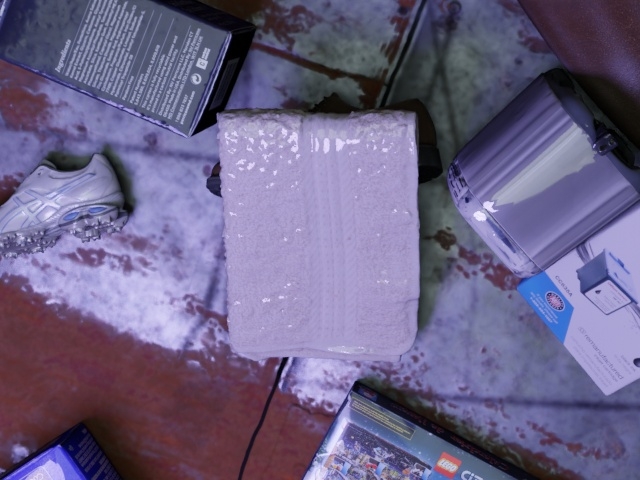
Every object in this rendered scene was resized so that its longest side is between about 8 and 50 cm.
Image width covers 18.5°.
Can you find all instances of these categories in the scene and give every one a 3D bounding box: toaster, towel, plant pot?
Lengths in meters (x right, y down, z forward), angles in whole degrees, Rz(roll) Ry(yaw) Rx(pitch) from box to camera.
[{"bbox_3d":[0.202,-0.058,1.767,0.146,0.227,0.129,-41,102,10],"label":"toaster"},{"bbox_3d":[0.000,0.000,1.834,0.187,0.049,0.282,1,126,5],"label":"towel"},{"bbox_3d":[0.309,-0.182,1.762,0.215,0.215,0.230,-25,110,10],"label":"plant pot"}]

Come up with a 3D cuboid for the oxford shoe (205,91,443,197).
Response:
[{"bbox_3d":[-0.001,-0.087,1.872,0.227,0.083,0.096,-11,76,9],"label":"oxford shoe"}]

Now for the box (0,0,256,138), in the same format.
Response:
[{"bbox_3d":[-0.181,-0.187,1.829,0.207,0.153,0.108,23,100,2],"label":"box"}]

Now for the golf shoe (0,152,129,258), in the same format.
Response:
[{"bbox_3d":[-0.276,-0.034,1.920,0.176,0.069,0.086,-13,77,5],"label":"golf shoe"}]

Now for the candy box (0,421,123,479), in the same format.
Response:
[{"bbox_3d":[-0.261,0.386,1.944,0.268,0.122,0.317,-33,93,9],"label":"candy box"}]

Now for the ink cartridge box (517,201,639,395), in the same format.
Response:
[{"bbox_3d":[0.296,0.037,1.800,0.139,0.082,0.191,49,138,-2],"label":"ink cartridge box"}]

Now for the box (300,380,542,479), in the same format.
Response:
[{"bbox_3d":[0.097,0.262,1.922,0.233,0.044,0.159,28,101,2],"label":"box"}]
